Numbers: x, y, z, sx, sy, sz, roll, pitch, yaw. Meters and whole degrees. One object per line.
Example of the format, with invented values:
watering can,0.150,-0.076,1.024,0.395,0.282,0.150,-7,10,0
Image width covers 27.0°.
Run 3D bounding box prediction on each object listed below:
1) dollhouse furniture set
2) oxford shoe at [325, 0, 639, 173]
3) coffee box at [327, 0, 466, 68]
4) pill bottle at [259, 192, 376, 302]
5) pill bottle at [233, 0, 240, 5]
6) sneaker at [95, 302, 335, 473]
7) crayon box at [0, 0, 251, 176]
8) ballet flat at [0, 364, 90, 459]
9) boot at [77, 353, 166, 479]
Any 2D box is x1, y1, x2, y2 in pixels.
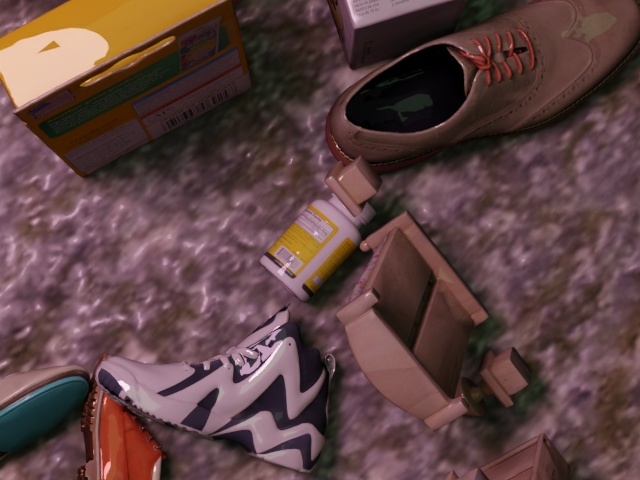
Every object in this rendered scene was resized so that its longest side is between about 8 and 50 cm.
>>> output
dollhouse furniture set,0.049,0.146,1.205,0.174,0.303,0.355,-35,100,23
oxford shoe,0.173,-0.162,1.314,0.348,0.130,0.123,-27,85,-3
coffee box,0.040,-0.341,1.314,0.119,0.168,0.297,-18,85,-2
pill bottle,0.000,0.000,1.329,0.065,0.065,0.116,43,86,4
pill bottle,-0.126,-0.297,1.280,0.121,0.221,0.121,0,84,-1
sneaker,-0.089,0.119,1.293,0.235,0.094,0.153,22,77,-9
crayon box,-0.175,-0.163,1.215,0.203,0.323,0.083,-29,85,-3
ballet flat,-0.340,0.188,1.305,0.248,0.086,0.086,-40,86,-3
boot,-0.195,0.192,1.319,0.085,0.059,0.158,4,80,-18
